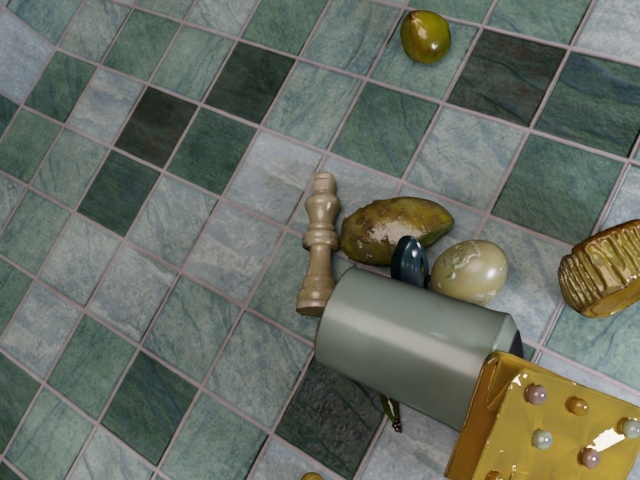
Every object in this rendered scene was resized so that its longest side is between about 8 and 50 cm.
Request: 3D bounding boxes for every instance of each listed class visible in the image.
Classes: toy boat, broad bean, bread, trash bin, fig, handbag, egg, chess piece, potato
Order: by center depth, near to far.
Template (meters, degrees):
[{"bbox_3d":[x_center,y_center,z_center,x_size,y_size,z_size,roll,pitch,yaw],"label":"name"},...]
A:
[{"bbox_3d":[0.456,0.409,1.250,0.133,0.401,0.283,20,87,65],"label":"handbag"},{"bbox_3d":[0.621,0.064,1.359,0.227,0.253,0.142,-31,62,19],"label":"bread"},{"bbox_3d":[0.229,0.241,1.420,0.432,0.280,0.280,20,81,19],"label":"trash bin"},{"bbox_3d":[0.352,0.079,1.506,0.201,0.164,0.164,-40,58,41],"label":"egg"},{"bbox_3d":[0.220,0.065,1.537,0.093,0.246,0.103,30,62,27],"label":"toy boat"},{"bbox_3d":[0.164,0.321,1.572,0.060,0.043,0.298,-4,72,9],"label":"broad bean"},{"bbox_3d":[0.190,-0.024,1.619,0.298,0.141,0.176,-14,75,17],"label":"potato"},{"bbox_3d":[0.000,0.000,1.708,0.117,0.117,0.397,-5,69,20],"label":"chess piece"},{"bbox_3d":[0.291,-0.567,1.775,0.153,0.121,0.136,35,82,4],"label":"fig"}]

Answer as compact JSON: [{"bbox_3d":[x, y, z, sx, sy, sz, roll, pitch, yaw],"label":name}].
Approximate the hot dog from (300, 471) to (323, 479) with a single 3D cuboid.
[{"bbox_3d":[0.020,0.684,1.488,0.061,0.088,0.286,-25,68,7],"label":"hot dog"}]
